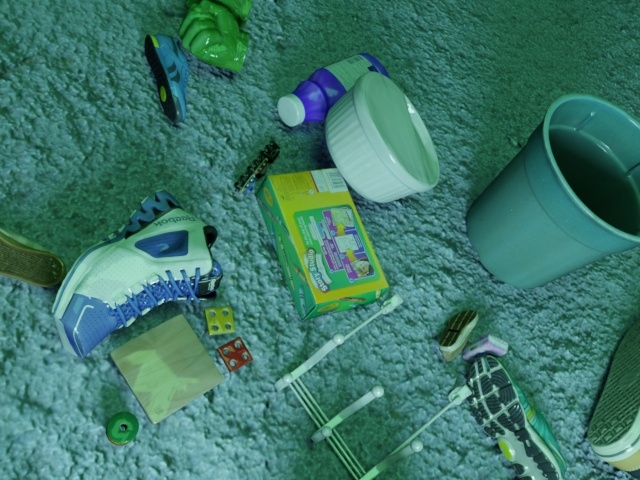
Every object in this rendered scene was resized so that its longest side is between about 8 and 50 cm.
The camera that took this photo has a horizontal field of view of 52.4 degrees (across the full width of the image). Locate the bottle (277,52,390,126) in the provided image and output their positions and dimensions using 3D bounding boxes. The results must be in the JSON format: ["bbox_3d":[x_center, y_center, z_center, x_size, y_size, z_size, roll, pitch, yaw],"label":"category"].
[{"bbox_3d":[0.029,-0.330,1.450,0.282,0.092,0.118,-32,76,-35],"label":"bottle"}]

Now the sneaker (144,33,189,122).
[{"bbox_3d":[-0.291,-0.331,1.313,0.082,0.069,0.210,-7,66,-33],"label":"sneaker"}]

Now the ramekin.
[{"bbox_3d":[0.123,-0.202,1.353,0.272,0.127,0.273,35,40,-36],"label":"ramekin"}]

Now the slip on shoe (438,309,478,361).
[{"bbox_3d":[0.281,0.190,1.313,0.135,0.051,0.041,-45,127,-44],"label":"slip on shoe"}]

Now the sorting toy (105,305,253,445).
[{"bbox_3d":[-0.241,0.204,1.049,0.274,0.046,0.132,-29,78,-34],"label":"sorting toy"}]

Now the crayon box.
[{"bbox_3d":[0.000,0.000,1.257,0.165,0.081,0.279,-10,68,-29],"label":"crayon box"}]

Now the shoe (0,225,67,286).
[{"bbox_3d":[-0.505,0.019,1.027,0.218,0.058,0.077,25,86,-6],"label":"shoe"}]

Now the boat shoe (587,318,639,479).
[{"bbox_3d":[0.735,0.298,1.389,0.156,0.187,0.500,44,58,-4],"label":"boat shoe"}]

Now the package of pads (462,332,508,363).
[{"bbox_3d":[0.327,0.218,1.292,0.050,0.083,0.032,28,50,-13],"label":"package of pads"}]

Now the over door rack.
[{"bbox_3d":[0.110,0.253,1.153,0.324,0.108,0.240,-30,79,-35],"label":"over door rack"}]

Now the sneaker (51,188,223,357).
[{"bbox_3d":[-0.263,0.057,1.043,0.182,0.128,0.316,23,52,13],"label":"sneaker"}]

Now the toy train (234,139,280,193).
[{"bbox_3d":[-0.125,-0.145,1.314,0.036,0.027,0.158,42,52,-12],"label":"toy train"}]

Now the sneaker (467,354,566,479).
[{"bbox_3d":[0.378,0.347,1.252,0.110,0.107,0.275,-16,75,-52],"label":"sneaker"}]

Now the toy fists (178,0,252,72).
[{"bbox_3d":[-0.226,-0.487,1.407,0.142,0.096,0.279,13,54,-20],"label":"toy fists"}]

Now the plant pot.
[{"bbox_3d":[0.507,-0.073,1.386,0.340,0.334,0.341,12,58,-20],"label":"plant pot"}]
